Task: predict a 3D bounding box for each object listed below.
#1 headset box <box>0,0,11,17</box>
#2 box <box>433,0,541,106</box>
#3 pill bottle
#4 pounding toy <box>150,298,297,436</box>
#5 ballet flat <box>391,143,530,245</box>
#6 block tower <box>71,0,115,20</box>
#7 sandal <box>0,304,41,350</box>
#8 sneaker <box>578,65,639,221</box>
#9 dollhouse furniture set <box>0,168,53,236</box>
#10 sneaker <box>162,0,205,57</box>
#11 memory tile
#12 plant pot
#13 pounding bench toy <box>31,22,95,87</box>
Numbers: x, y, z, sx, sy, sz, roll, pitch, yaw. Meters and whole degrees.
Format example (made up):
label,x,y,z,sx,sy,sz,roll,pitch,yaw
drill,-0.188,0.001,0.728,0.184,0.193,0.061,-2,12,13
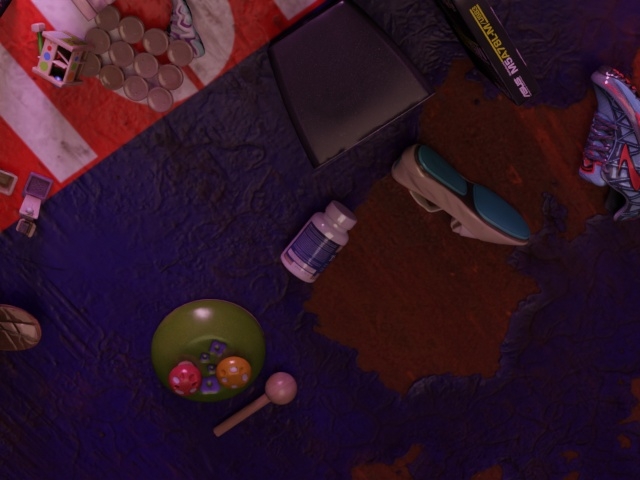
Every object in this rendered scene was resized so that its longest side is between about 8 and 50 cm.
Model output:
label,x,y,z,sx,sy,sz,roll,pitch,yaw
headset box,-0.464,-0.347,1.220,0.110,0.293,0.218,-16,117,0
box,0.208,-0.285,1.400,0.045,0.190,0.184,-33,116,6
pill bottle,0.000,0.000,1.573,0.067,0.067,0.120,34,107,-21
pounding toy,-0.158,0.215,1.629,0.183,0.110,0.237,-33,115,8
ballet flat,0.207,-0.057,1.578,0.248,0.086,0.086,36,106,-20
block tower,-0.192,-0.423,1.335,0.335,0.097,0.091,-35,115,7
sandal,-0.508,0.124,1.576,0.180,0.049,0.072,1,110,8
sneaker,0.442,-0.132,1.554,0.125,0.104,0.261,-26,116,7
dollhouse furniture set,-0.451,-0.053,1.477,0.114,0.081,0.091,22,110,-17
sneaker,-0.205,-0.287,1.425,0.069,0.038,0.098,-19,116,1
memory tile,-0.255,-0.248,1.426,0.148,0.012,0.113,26,114,-2
plant pot,0.026,-0.230,1.416,0.187,0.188,0.167,-32,102,8
pounding bench toy,-0.362,-0.250,1.412,0.083,0.052,0.065,30,112,14
